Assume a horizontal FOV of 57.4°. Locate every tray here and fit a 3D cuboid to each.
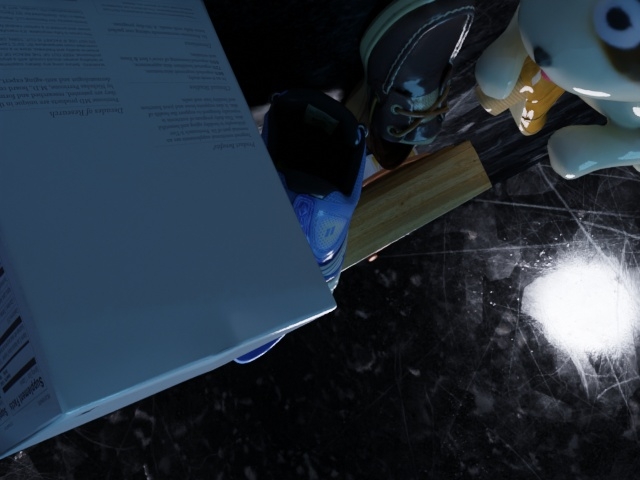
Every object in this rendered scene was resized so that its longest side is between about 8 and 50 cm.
[{"bbox_3d":[0.000,0.000,0.778,0.410,0.076,0.203,-29,-175,-13],"label":"tray"}]

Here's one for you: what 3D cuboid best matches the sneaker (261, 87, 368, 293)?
[{"bbox_3d":[0.000,-0.087,0.593,0.129,0.330,0.147,15,123,-8],"label":"sneaker"}]

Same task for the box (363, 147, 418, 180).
[{"bbox_3d":[0.123,-0.106,1.222,0.114,0.103,0.203,-21,171,-26],"label":"box"}]

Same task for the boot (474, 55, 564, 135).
[{"bbox_3d":[0.404,-0.275,0.975,0.211,0.104,0.295,-30,166,35],"label":"boot"}]

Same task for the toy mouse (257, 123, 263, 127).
[{"bbox_3d":[-0.142,-0.114,0.674,0.160,0.031,0.143,-24,172,-3],"label":"toy mouse"}]

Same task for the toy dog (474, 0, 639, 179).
[{"bbox_3d":[0.349,-0.223,0.563,0.395,0.285,0.407,-32,167,40],"label":"toy dog"}]

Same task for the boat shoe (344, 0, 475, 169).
[{"bbox_3d":[0.111,-0.174,0.698,0.123,0.123,0.342,-22,171,-15],"label":"boat shoe"}]

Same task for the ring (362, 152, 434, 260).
[{"bbox_3d":[0.117,-0.040,1.111,0.336,0.032,0.337,-27,158,-12],"label":"ring"}]

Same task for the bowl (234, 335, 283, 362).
[{"bbox_3d":[-0.077,0.059,1.156,0.391,0.077,0.391,-50,161,-24],"label":"bowl"}]

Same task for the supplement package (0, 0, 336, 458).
[{"bbox_3d":[-0.163,-0.015,0.433,0.199,0.263,0.198,-16,168,-43],"label":"supplement package"}]
